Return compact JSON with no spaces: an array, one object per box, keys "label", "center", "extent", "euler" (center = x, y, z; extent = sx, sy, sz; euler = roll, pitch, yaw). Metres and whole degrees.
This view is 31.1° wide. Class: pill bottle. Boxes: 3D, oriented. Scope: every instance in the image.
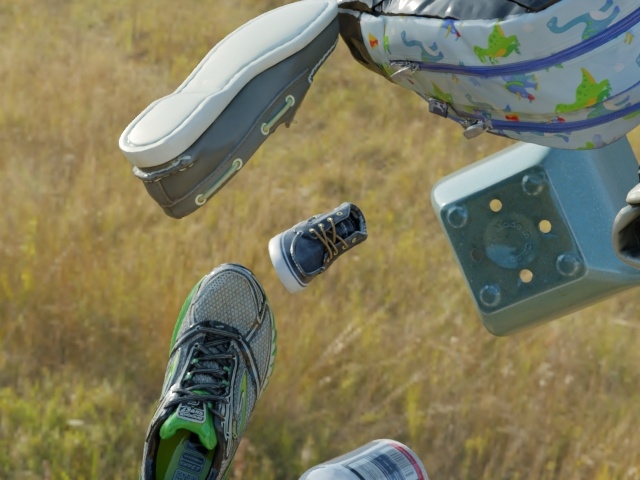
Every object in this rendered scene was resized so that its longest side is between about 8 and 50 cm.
[{"label":"pill bottle","center":[0.031,0.290,1.264],"extent":[0.108,0.108,0.180],"euler":[19,17,34]}]

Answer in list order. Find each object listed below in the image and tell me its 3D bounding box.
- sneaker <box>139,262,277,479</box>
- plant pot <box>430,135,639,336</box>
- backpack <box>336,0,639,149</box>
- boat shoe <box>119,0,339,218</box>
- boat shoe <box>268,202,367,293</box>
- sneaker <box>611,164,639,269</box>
[{"label":"sneaker","center":[-0.131,0.190,1.378],"extent":[0.134,0.343,0.146],"euler":[11,-16,-1]},{"label":"plant pot","center":[0.279,-0.015,1.462],"extent":[0.248,0.247,0.252],"euler":[-25,-5,27]},{"label":"backpack","center":[0.221,-0.238,1.203],"extent":[0.290,0.273,0.355],"euler":[-33,13,-16]},{"label":"boat shoe","center":[-0.075,-0.141,1.153],"extent":[0.109,0.091,0.305],"euler":[7,42,42]},{"label":"boat shoe","center":[0.000,0.000,1.295],"extent":[0.083,0.065,0.183],"euler":[-27,9,16]},{"label":"sneaker","center":[0.314,-0.038,0.975],"extent":[0.146,0.122,0.330],"euler":[-17,13,14]}]
